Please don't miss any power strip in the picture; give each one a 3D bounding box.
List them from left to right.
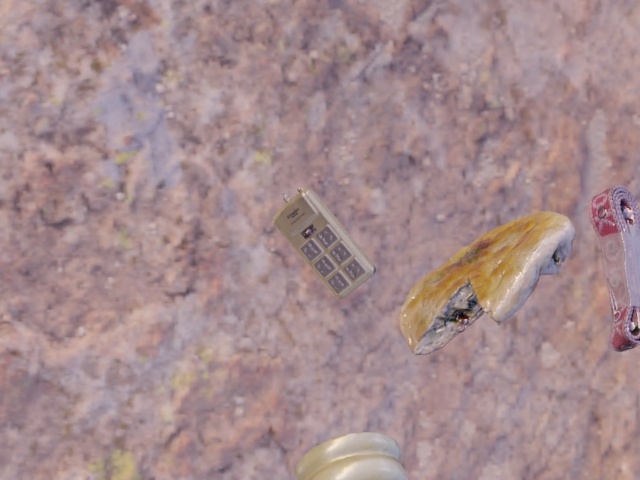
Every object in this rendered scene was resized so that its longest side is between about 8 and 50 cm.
[{"bbox_3d":[0.000,0.000,1.561,0.169,0.076,0.028,50,24,0],"label":"power strip"}]

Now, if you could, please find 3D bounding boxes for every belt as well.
[{"bbox_3d":[0.416,0.037,1.522,0.071,0.053,0.232,13,64,-34],"label":"belt"}]

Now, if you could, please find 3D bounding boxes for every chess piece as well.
[{"bbox_3d":[0.062,0.376,1.340,0.144,0.144,0.251,31,33,-44],"label":"chess piece"}]

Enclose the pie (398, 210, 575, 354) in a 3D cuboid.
[{"bbox_3d":[0.269,0.058,1.817,0.075,0.337,0.337,51,50,-12],"label":"pie"}]
